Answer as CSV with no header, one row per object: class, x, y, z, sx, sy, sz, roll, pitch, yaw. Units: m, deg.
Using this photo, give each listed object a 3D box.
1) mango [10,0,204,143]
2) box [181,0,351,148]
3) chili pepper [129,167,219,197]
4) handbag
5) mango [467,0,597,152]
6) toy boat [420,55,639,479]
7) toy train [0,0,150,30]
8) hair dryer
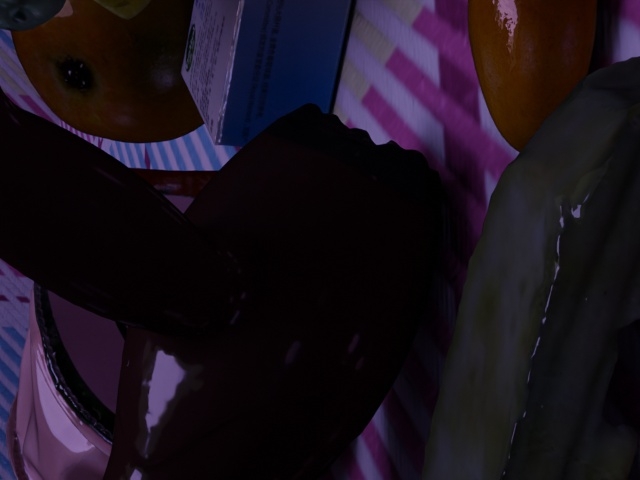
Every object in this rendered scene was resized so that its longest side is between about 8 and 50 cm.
mango,-0.129,-0.224,1.030,0.173,0.211,0.317,-9,58,34
box,-0.029,-0.168,0.854,0.139,0.073,0.194,-117,35,-61
chili pepper,-0.104,-0.024,0.900,0.088,0.168,0.065,-112,33,-63
handbag,-0.084,0.083,0.778,0.205,0.179,0.116,54,147,30
mango,0.078,-0.075,0.505,0.060,0.046,0.089,-127,32,-70
toy boat,0.070,0.081,0.455,0.093,0.055,0.293,-122,40,-68
toy train,-0.153,-0.254,0.803,0.237,0.150,0.369,-39,39,27
hair dryer,-0.104,0.043,0.542,0.123,0.340,0.313,28,84,39
